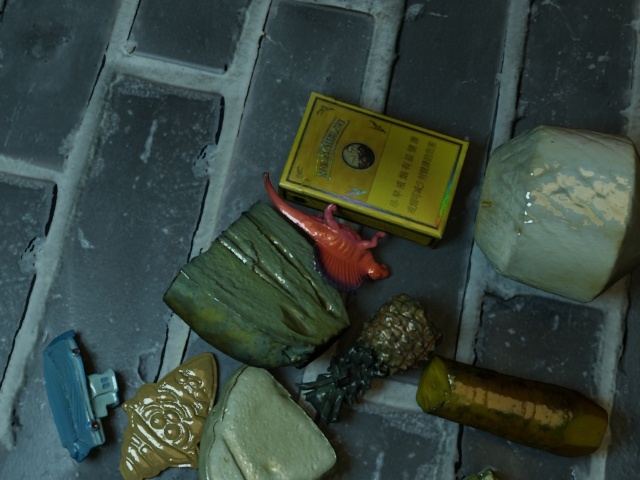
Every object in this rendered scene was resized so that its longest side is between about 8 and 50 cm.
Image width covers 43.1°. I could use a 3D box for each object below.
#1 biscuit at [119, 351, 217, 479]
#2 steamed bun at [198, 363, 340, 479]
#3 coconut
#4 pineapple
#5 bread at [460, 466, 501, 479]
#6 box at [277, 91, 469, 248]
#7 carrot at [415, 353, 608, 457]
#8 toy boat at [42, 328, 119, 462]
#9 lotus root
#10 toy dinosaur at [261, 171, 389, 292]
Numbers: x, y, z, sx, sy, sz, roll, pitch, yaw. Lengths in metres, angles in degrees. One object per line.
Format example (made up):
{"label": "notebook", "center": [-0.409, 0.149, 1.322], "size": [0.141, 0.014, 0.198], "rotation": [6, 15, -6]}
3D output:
{"label": "biscuit", "center": [-0.248, 0.294, 1.345], "size": [0.162, 0.035, 0.250], "rotation": [30, 73, 1]}
{"label": "steamed bun", "center": [-0.114, 0.334, 1.296], "size": [0.212, 0.110, 0.231], "rotation": [-31, 73, -34]}
{"label": "coconut", "center": [0.424, -0.040, 1.350], "size": [0.328, 0.329, 0.329], "rotation": [1, 74, -3]}
{"label": "pineapple", "center": [0.081, 0.201, 1.346], "size": [0.248, 0.128, 0.128], "rotation": [-38, 79, -8]}
{"label": "bread", "center": [0.282, 0.490, 1.292], "size": [0.128, 0.088, 0.232], "rotation": [-28, 71, -20]}
{"label": "box", "center": [0.095, -0.126, 1.456], "size": [0.301, 0.084, 0.193], "rotation": [18, 73, 2]}
{"label": "carrot", "center": [0.315, 0.274, 1.341], "size": [0.301, 0.114, 0.114], "rotation": [15, 74, 2]}
{"label": "toy boat", "center": [-0.387, 0.249, 1.332], "size": [0.102, 0.088, 0.215], "rotation": [-9, 70, -41]}
{"label": "lotus root", "center": [-0.088, 0.103, 1.338], "size": [0.260, 0.149, 0.267], "rotation": [40, 37, 1]}
{"label": "toy dinosaur", "center": [0.001, 0.008, 1.379], "size": [0.286, 0.070, 0.139], "rotation": [30, 54, -20]}
